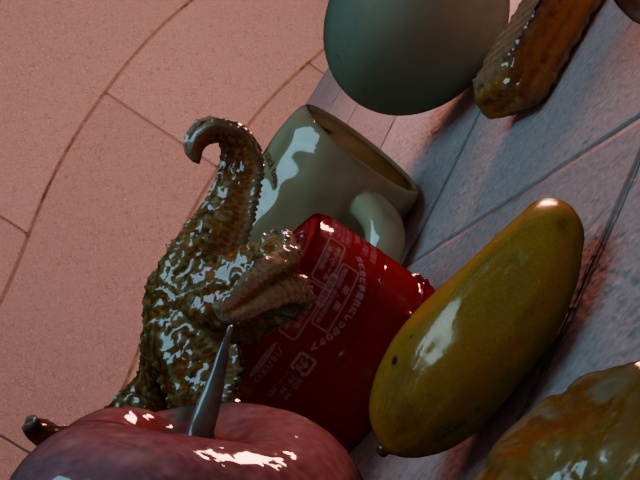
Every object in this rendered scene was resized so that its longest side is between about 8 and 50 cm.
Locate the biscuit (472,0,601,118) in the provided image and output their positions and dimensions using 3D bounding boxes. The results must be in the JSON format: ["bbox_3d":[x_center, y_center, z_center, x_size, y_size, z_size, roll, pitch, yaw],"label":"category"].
[{"bbox_3d":[0.258,-0.280,1.035,0.379,0.054,0.094,-59,8,-14],"label":"biscuit"}]

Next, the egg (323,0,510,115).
[{"bbox_3d":[0.110,-0.257,1.273,0.203,0.203,0.282,-60,7,-23],"label":"egg"}]

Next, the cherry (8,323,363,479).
[{"bbox_3d":[-0.074,0.188,0.597,0.213,0.236,0.285,10,86,47],"label":"cherry"}]

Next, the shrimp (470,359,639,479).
[{"bbox_3d":[0.075,0.164,0.415,0.294,0.062,0.154,-59,17,-21],"label":"shrimp"}]

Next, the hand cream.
[{"bbox_3d":[-0.004,0.083,0.921,0.193,0.125,0.193,-52,9,12],"label":"hand cream"}]

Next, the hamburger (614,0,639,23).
[{"bbox_3d":[0.192,-0.277,0.735,0.237,0.276,0.276,-62,7,14],"label":"hamburger"}]

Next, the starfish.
[{"bbox_3d":[-0.113,0.067,0.830,0.303,0.113,0.312,-55,24,15],"label":"starfish"}]

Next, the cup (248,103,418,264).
[{"bbox_3d":[0.010,0.002,1.169,0.202,0.255,0.173,-53,-33,14],"label":"cup"}]

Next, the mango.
[{"bbox_3d":[0.096,0.055,0.649,0.190,0.075,0.098,-49,14,0],"label":"mango"}]
